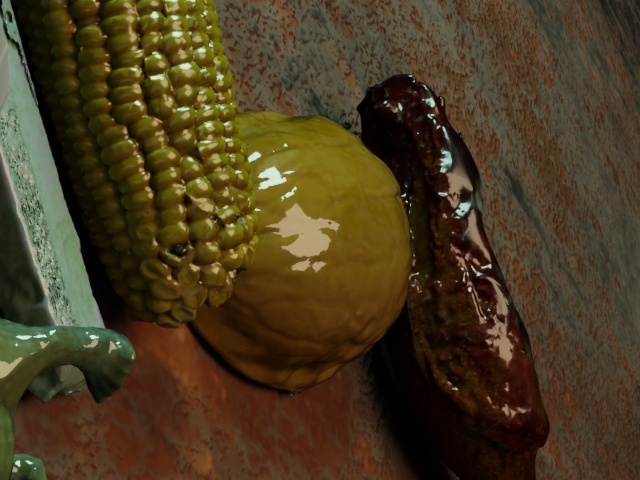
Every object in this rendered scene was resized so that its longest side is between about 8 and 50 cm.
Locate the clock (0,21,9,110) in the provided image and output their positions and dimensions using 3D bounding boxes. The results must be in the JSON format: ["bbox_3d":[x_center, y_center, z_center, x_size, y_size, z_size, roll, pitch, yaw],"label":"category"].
[{"bbox_3d":[-0.184,-0.013,0.475,0.080,0.117,0.176,97,5,-59],"label":"clock"}]

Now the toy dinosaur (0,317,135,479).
[{"bbox_3d":[-0.143,0.071,0.528,0.147,0.076,0.363,30,55,-38],"label":"toy dinosaur"}]

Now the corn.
[{"bbox_3d":[-0.093,-0.104,0.695,0.106,0.106,0.293,-23,96,-63],"label":"corn"}]

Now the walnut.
[{"bbox_3d":[0.001,0.000,0.831,0.211,0.087,0.167,-18,95,-63],"label":"walnut"}]

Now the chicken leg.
[{"bbox_3d":[0.097,0.089,0.969,0.158,0.095,0.407,-62,135,-80],"label":"chicken leg"}]

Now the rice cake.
[{"bbox_3d":[-0.138,-0.033,0.641,0.043,0.034,0.211,-20,93,-60],"label":"rice cake"}]
